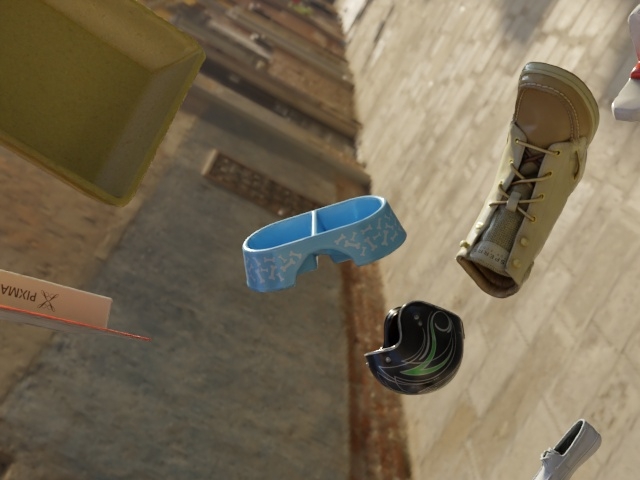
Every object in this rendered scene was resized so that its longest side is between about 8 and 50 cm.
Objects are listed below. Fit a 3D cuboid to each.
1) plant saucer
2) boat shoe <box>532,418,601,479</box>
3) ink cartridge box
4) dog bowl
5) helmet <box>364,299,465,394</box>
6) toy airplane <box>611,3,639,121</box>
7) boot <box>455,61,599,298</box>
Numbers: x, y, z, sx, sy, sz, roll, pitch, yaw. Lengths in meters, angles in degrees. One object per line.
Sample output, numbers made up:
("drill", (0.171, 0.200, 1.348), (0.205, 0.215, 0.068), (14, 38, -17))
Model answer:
("plant saucer", (-0.348, -0.219, 1.238), (0.081, 0.332, 0.333), (-41, 23, 44))
("boat shoe", (0.442, 0.408, 1.796), (0.184, 0.063, 0.066), (-42, 14, -2))
("ink cartridge box", (-0.433, 0.086, 1.424), (0.261, 0.296, 0.066), (-1, 75, 43))
("dog bowl", (0.000, 0.000, 1.701), (0.297, 0.074, 0.166), (-16, 20, 6))
("helmet", (0.169, 0.197, 1.731), (0.169, 0.169, 0.162), (149, 140, -74))
("toy airplane", (0.541, -0.177, 1.168), (0.384, 0.386, 0.273), (-58, 8, 53))
("boot", (0.231, -0.060, 1.111), (0.203, 0.095, 0.262), (-57, -22, -18))
